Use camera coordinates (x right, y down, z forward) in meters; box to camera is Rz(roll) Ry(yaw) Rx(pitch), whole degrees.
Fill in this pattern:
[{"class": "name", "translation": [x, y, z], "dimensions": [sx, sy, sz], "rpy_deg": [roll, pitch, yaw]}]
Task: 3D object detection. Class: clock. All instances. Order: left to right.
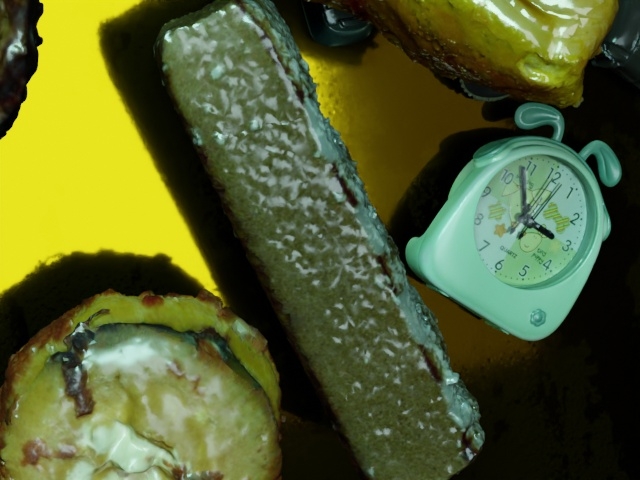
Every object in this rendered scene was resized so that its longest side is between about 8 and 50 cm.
[{"class": "clock", "translation": [0.152, -0.145, 1.235], "dimensions": [0.074, 0.010, 0.083], "rpy_deg": [-33, 147, 20]}, {"class": "clock", "translation": [0.176, -0.018, 1.266], "dimensions": [0.148, 0.060, 0.189], "rpy_deg": [34, 88, -19]}]

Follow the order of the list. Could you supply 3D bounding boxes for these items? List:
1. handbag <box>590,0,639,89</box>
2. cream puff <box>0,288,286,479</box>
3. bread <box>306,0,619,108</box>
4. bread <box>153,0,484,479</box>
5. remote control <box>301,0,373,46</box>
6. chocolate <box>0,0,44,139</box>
[{"class": "handbag", "translation": [0.368, -0.224, 1.282], "dimensions": [0.223, 0.080, 0.247], "rpy_deg": [24, 91, -20]}, {"class": "cream puff", "translation": [-0.140, 0.148, 1.143], "dimensions": [0.240, 0.164, 0.240], "rpy_deg": [-1, 106, -4]}, {"class": "bread", "translation": [0.030, -0.206, 1.064], "dimensions": [0.380, 0.185, 0.109], "rpy_deg": [30, 78, 9]}, {"class": "bread", "translation": [0.000, 0.000, 1.154], "dimensions": [0.113, 0.165, 0.417], "rpy_deg": [-26, 107, 1]}, {"class": "remote control", "translation": [0.005, -0.266, 1.177], "dimensions": [0.072, 0.042, 0.222], "rpy_deg": [-13, 103, -14]}, {"class": "chocolate", "translation": [-0.289, -0.132, 1.013], "dimensions": [0.224, 0.177, 0.206], "rpy_deg": [35, 99, -28]}]
